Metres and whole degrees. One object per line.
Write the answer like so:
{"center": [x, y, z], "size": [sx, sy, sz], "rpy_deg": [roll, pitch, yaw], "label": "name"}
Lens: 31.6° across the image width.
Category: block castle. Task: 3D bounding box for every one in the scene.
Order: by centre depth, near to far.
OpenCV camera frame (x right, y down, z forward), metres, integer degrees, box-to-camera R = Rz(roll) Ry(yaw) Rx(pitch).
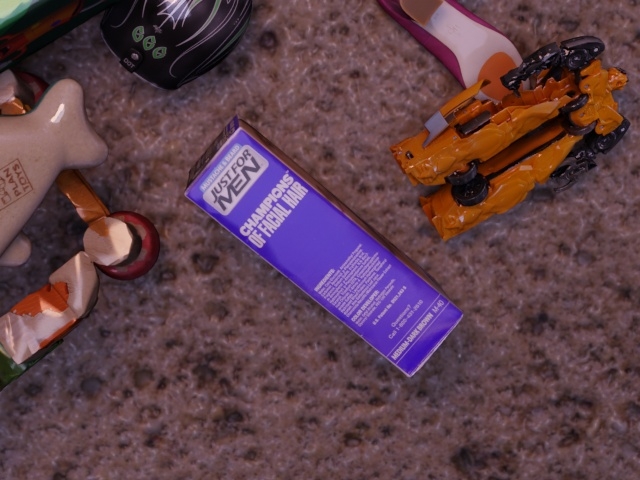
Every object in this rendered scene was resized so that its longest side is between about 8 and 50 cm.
{"center": [-0.438, 0.036, 1.313], "size": [0.453, 0.213, 0.303], "rpy_deg": [-38, 90, -4], "label": "block castle"}

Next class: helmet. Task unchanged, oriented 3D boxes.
{"center": [-0.159, -0.271, 1.305], "size": [0.169, 0.169, 0.161], "rpy_deg": [42, 112, -11], "label": "helmet"}

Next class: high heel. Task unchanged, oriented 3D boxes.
{"center": [0.159, -0.251, 1.391], "size": [0.244, 0.117, 0.082], "rpy_deg": [29, 105, -30], "label": "high heel"}

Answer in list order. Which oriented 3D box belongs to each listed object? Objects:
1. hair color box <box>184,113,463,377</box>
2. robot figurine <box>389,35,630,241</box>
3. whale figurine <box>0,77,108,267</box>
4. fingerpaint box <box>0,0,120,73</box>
{"center": [0.000, 0.000, 1.349], "size": [0.339, 0.185, 0.110], "rpy_deg": [38, 95, -11], "label": "hair color box"}
{"center": [0.239, -0.133, 1.373], "size": [0.291, 0.085, 0.211], "rpy_deg": [-32, 133, 1], "label": "robot figurine"}
{"center": [-0.358, -0.070, 1.158], "size": [0.272, 0.141, 0.216], "rpy_deg": [-36, 126, -22], "label": "whale figurine"}
{"center": [-0.477, -0.352, 1.133], "size": [0.371, 0.163, 0.445], "rpy_deg": [-33, 91, -10], "label": "fingerpaint box"}
